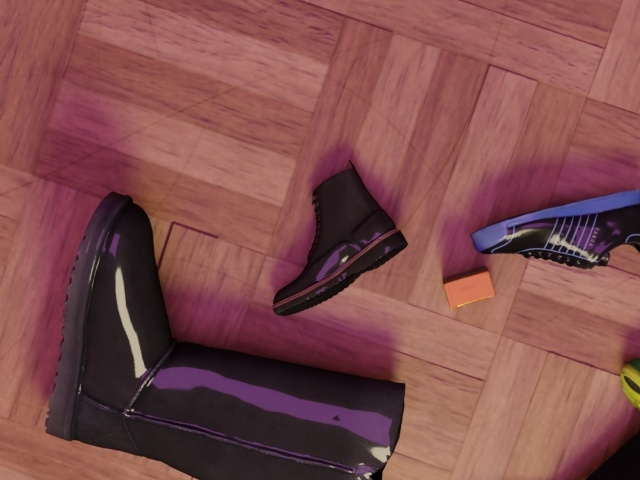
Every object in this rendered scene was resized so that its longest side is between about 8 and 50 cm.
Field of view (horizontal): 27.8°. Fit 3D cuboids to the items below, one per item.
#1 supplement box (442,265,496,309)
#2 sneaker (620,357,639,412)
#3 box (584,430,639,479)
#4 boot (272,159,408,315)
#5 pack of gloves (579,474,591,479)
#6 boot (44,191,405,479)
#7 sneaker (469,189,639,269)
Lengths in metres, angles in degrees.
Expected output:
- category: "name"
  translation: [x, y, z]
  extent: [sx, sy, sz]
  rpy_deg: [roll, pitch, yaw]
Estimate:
- category: "supplement box"
  translation: [0.192, 0.061, 1.678]
  extent: [0.062, 0.098, 0.036]
  rpy_deg: [-17, 91, 6]
- category: "sneaker"
  translation: [0.534, 0.209, 1.686]
  extent: [0.295, 0.109, 0.123]
  rpy_deg: [18, 70, 5]
- category: "box"
  translation: [0.460, 0.389, 1.673]
  extent: [0.184, 0.103, 0.261]
  rpy_deg: [-45, 104, 4]
- category: "boot"
  translation: [0.000, 0.000, 1.709]
  extent: [0.198, 0.077, 0.137]
  rpy_deg: [-32, 78, 8]
- category: "pack of gloves"
  translation: [0.301, 0.443, 1.701]
  extent: [0.232, 0.046, 0.195]
  rpy_deg: [-21, 94, -15]
- category: "boot"
  translation: [-0.103, 0.160, 1.661]
  extent: [0.445, 0.146, 0.367]
  rpy_deg: [18, 118, 6]
- category: "sneaker"
  translation: [0.314, 0.000, 1.673]
  extent: [0.232, 0.081, 0.090]
  rpy_deg: [-13, 88, 4]
